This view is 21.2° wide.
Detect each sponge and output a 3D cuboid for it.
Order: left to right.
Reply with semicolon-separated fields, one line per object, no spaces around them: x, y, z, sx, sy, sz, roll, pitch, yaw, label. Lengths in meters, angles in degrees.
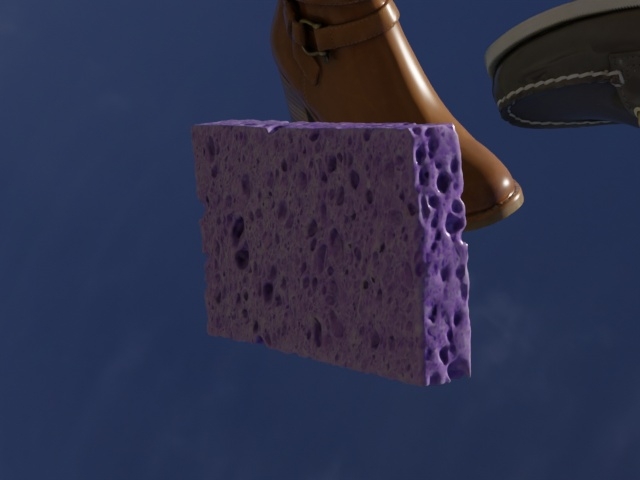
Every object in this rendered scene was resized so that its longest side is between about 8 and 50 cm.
0.000;0.000;0.845;0.210;0.031;0.117;7;-78;59;sponge

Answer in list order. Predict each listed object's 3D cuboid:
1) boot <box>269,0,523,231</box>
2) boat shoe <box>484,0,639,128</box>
0.050;-0.143;1.334;0.109;0.220;0.283;-21;-145;-19;boot
0.235;-0.098;1.016;0.305;0.109;0.091;-7;-106;32;boat shoe
